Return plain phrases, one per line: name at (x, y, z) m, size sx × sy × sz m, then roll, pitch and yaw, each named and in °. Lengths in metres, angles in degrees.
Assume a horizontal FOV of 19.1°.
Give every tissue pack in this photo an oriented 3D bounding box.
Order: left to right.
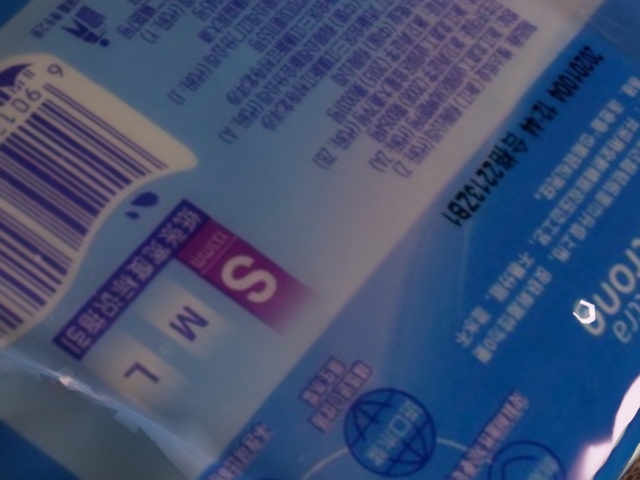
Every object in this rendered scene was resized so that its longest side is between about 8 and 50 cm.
tissue pack at (0.000, 0.000, 0.489) m, size 0.263 × 0.198 × 0.146 m, roll -49°, pitch 168°, yaw -30°
